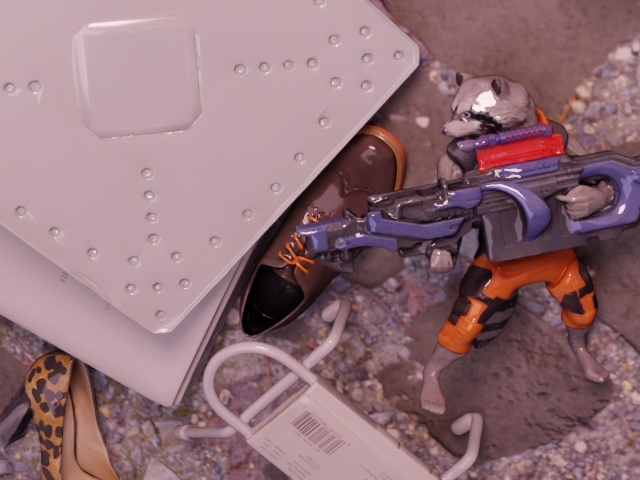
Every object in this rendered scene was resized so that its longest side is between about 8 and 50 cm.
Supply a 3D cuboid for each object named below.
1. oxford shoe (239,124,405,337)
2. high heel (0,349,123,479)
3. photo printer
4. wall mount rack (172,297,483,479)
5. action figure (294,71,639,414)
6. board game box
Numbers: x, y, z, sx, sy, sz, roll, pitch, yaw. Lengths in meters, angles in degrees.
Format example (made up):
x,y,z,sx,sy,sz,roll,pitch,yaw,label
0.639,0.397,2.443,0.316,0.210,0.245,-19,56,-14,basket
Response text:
x,y,z,sx,sy,sz,roll,pitch,yaw,label
0.000,0.000,1.539,0.097,0.098,0.271,33,123,1,oxford shoe
-0.264,0.256,1.772,0.261,0.093,0.186,45,129,4,high heel
-0.236,0.010,1.627,0.307,0.107,0.256,30,123,3,photo printer
-0.002,0.229,1.638,0.350,0.130,0.304,41,119,-13,wall mount rack
0.141,-0.004,1.446,0.341,0.178,0.330,-4,113,-5,action figure
-0.172,-0.159,1.414,0.390,0.050,0.390,39,102,-21,board game box
